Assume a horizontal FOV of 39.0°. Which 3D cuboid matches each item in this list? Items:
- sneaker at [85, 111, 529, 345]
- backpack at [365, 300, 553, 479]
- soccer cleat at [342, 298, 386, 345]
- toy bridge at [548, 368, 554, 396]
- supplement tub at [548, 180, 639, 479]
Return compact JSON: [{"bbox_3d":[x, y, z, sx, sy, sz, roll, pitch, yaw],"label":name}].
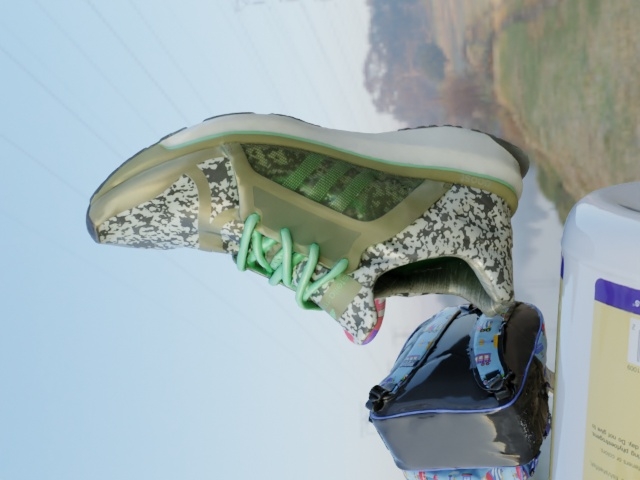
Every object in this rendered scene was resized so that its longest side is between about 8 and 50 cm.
[{"bbox_3d":[0.000,0.000,0.800,0.158,0.410,0.182,100,166,-60],"label":"sneaker"},{"bbox_3d":[0.145,0.136,0.856,0.117,0.158,0.173,65,-146,-21],"label":"backpack"},{"bbox_3d":[0.077,0.065,1.421,0.095,0.083,0.248,39,-146,-37],"label":"soccer cleat"},{"bbox_3d":[0.258,0.184,1.200,0.026,0.063,0.188,-54,-1,-16],"label":"toy bridge"},{"bbox_3d":[0.267,0.138,0.570,0.241,0.241,0.331,-56,-33,-75],"label":"supplement tub"}]
